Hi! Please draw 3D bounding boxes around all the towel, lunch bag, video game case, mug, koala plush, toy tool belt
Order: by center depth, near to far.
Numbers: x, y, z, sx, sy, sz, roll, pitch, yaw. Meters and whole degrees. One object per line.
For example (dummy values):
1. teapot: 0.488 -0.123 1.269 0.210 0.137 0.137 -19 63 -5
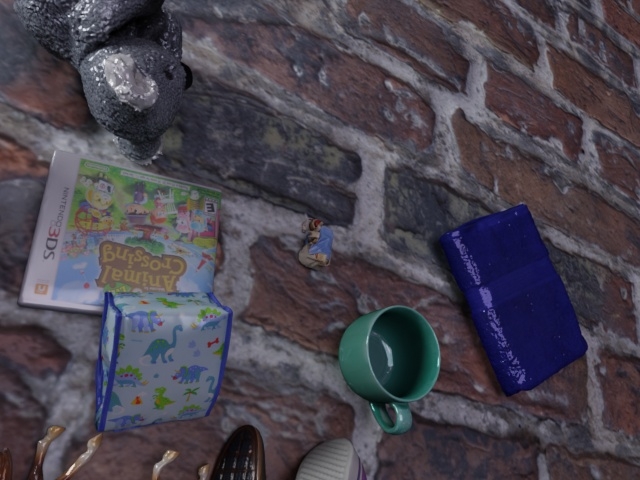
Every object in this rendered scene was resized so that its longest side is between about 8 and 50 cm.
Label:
1. lunch bag: -0.179 0.137 0.561 0.129 0.096 0.151 3 100 -31
2. koala plush: -0.241 -0.216 0.609 0.204 0.196 0.221 -14 80 -23
3. video game case: -0.234 0.001 0.620 0.213 0.023 0.193 13 66 -28
4. mug: 0.085 0.175 0.705 0.129 0.097 0.157 41 57 -13
5. toy tool belt: 0.000 0.000 0.747 0.052 0.051 0.083 19 63 -25
6. towel: 0.351 0.100 0.920 0.228 0.076 0.308 -18 82 -28

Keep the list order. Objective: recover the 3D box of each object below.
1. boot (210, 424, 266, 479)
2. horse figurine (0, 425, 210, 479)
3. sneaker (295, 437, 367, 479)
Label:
1. boot: -0.074 0.336 0.578 0.106 0.082 0.219 40 42 -43
2. horse figurine: -0.220 0.290 0.494 0.263 0.066 0.174 27 55 -22
3. sneaker: 0.020 0.353 0.530 0.160 0.102 0.282 69 18 -3
